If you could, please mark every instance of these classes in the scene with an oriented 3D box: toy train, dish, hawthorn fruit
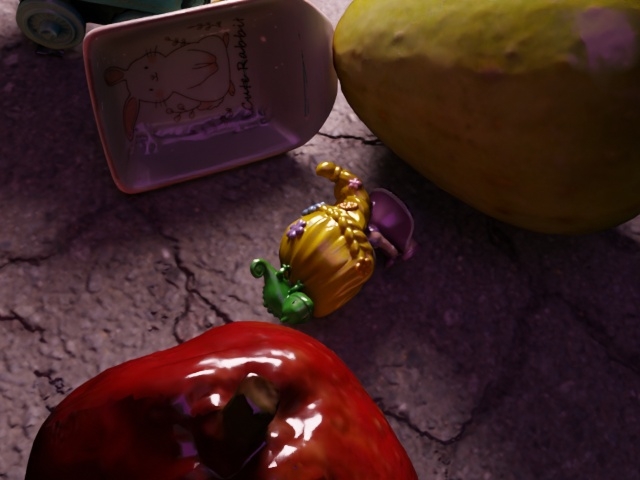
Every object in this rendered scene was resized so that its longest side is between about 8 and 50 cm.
[{"bbox_3d":[-0.201,-0.255,0.802,0.203,0.163,0.112,6,61,-8],"label":"toy train"},{"bbox_3d":[-0.095,-0.146,0.796,0.234,0.154,0.064,-17,32,-18],"label":"dish"},{"bbox_3d":[-0.054,0.174,0.528,0.265,0.307,0.265,6,55,-9],"label":"hawthorn fruit"}]

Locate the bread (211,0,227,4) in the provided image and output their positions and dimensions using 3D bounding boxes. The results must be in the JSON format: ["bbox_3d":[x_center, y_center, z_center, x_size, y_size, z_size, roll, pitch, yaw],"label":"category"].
[{"bbox_3d":[-0.075,-0.239,0.891,0.088,0.033,0.049,-25,64,-21],"label":"bread"}]

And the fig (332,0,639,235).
[{"bbox_3d":[0.168,-0.148,0.773,0.326,0.258,0.258,17,60,13],"label":"fig"}]

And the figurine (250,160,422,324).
[{"bbox_3d":[0.000,0.000,0.745,0.156,0.095,0.115,-34,85,-28],"label":"figurine"}]
